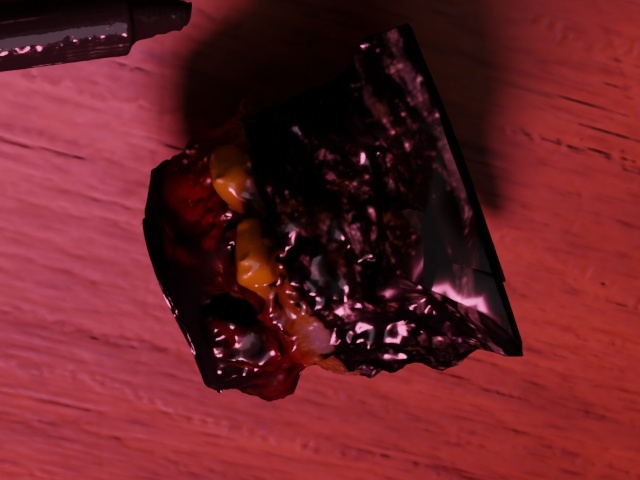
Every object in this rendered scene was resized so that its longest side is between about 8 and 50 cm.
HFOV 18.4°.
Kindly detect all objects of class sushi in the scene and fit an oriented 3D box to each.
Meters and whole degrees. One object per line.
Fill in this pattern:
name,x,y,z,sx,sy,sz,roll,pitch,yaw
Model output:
sushi,0.000,0.000,0.933,0.150,0.172,0.153,-19,91,6

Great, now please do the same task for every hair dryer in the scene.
hair dryer,-0.178,-0.076,0.903,0.248,0.114,0.070,-7,132,-12
